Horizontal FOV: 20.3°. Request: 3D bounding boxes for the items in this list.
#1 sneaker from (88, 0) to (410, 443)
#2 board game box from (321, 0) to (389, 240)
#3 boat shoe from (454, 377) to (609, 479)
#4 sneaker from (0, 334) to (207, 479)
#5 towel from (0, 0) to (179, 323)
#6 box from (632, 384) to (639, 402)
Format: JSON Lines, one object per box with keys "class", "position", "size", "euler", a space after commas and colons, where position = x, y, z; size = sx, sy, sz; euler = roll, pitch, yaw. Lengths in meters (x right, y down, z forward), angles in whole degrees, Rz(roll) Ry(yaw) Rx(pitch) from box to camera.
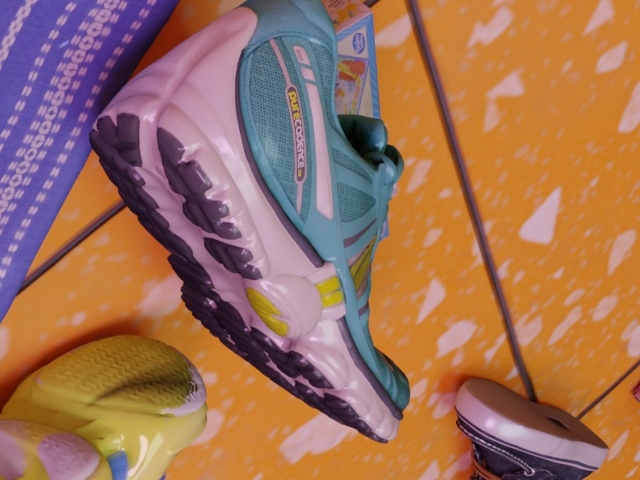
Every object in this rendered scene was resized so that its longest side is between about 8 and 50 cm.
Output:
{"class": "sneaker", "position": [0.000, 0.000, 0.788], "size": [0.110, 0.107, 0.275], "euler": [-48, 148, -17]}
{"class": "board game box", "position": [-0.018, -0.034, 0.845], "size": [0.103, 0.026, 0.154], "euler": [-33, 144, -22]}
{"class": "boat shoe", "position": [0.123, 0.146, 1.148], "size": [0.083, 0.065, 0.183], "euler": [-55, 147, 7]}
{"class": "sneaker", "position": [-0.152, 0.136, 0.808], "size": [0.240, 0.091, 0.126], "euler": [-21, 139, -36]}
{"class": "towel", "position": [-0.198, -0.047, 0.619], "size": [0.336, 0.040, 0.243], "euler": [8, 119, -52]}
{"class": "box", "position": [0.358, 0.133, 1.343], "size": [0.122, 0.128, 0.257], "euler": [-52, 146, 6]}
